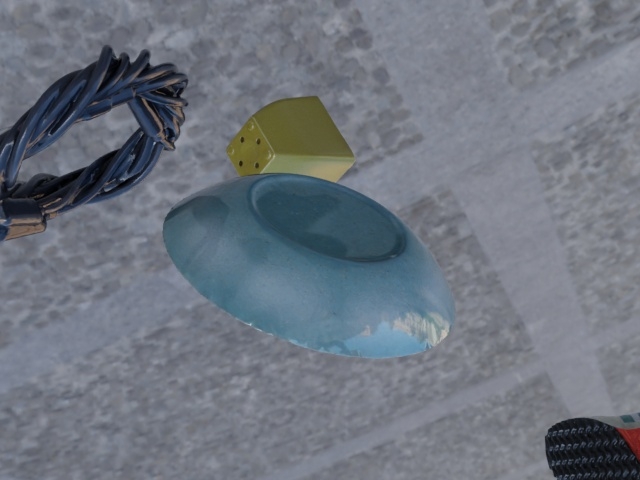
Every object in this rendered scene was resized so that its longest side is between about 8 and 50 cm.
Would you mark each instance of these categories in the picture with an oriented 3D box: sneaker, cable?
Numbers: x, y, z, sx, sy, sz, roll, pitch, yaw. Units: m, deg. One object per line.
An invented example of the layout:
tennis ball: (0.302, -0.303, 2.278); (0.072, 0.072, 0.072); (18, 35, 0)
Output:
sneaker: (0.241, 0.151, 0.678); (0.075, 0.057, 0.161); (9, 159, -36)
cable: (-0.149, -0.065, 0.595); (0.150, 0.047, 0.184); (-46, 169, 22)

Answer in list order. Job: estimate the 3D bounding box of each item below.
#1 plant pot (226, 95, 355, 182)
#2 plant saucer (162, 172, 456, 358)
plant pot: (-0.036, -0.079, 0.859); (0.083, 0.081, 0.081); (-4, 146, -46)
plant saucer: (0.000, 0.000, 0.592); (0.195, 0.195, 0.037); (-1, 123, -34)
